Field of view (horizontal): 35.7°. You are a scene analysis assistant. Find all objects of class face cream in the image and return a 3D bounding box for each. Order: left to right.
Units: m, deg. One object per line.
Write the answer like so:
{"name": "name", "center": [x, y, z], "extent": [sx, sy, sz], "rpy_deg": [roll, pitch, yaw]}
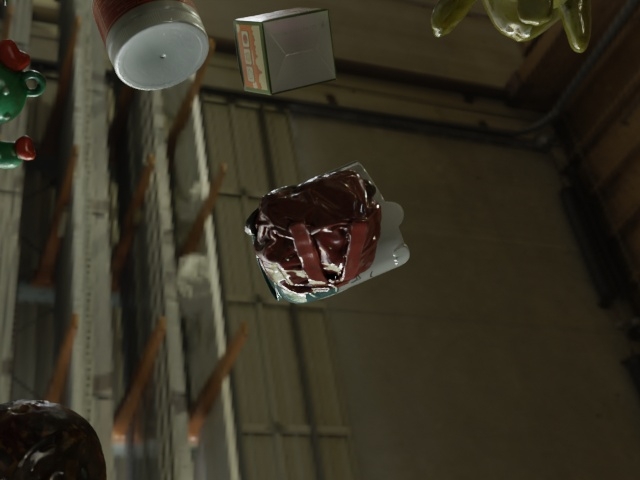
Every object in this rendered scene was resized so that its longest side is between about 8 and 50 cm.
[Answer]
{"name": "face cream", "center": [-0.347, -0.439, 2.018], "extent": [0.187, 0.201, 0.201], "rpy_deg": [65, -34, 27]}

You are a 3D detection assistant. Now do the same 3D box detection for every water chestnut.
{"name": "water chestnut", "center": [-0.461, 0.401, 1.595], "extent": [0.300, 0.300, 0.300], "rpy_deg": [-174, -90, -69]}

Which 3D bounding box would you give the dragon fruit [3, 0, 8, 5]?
{"name": "dragon fruit", "center": [-0.537, -0.407, 1.403], "extent": [0.135, 0.236, 0.137], "rpy_deg": [-23, -148, 18]}

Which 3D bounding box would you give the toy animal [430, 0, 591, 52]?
{"name": "toy animal", "center": [0.236, -0.294, 1.120], "extent": [0.181, 0.363, 0.180], "rpy_deg": [19, -90, 24]}

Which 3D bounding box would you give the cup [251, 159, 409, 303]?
{"name": "cup", "center": [0.012, 0.009, 1.884], "extent": [0.290, 0.257, 0.219], "rpy_deg": [82, -18, -55]}

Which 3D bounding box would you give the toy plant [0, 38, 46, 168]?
{"name": "toy plant", "center": [-0.704, -0.232, 1.843], "extent": [0.279, 0.400, 0.185], "rpy_deg": [65, -10, -5]}

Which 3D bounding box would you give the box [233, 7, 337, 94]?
{"name": "box", "center": [-0.086, -0.461, 2.404], "extent": [0.148, 0.195, 0.177], "rpy_deg": [20, -57, 55]}

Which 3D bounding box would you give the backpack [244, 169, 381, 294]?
{"name": "backpack", "center": [-0.001, -0.002, 1.578], "extent": [0.139, 0.229, 0.229], "rpy_deg": [64, -37, 39]}
